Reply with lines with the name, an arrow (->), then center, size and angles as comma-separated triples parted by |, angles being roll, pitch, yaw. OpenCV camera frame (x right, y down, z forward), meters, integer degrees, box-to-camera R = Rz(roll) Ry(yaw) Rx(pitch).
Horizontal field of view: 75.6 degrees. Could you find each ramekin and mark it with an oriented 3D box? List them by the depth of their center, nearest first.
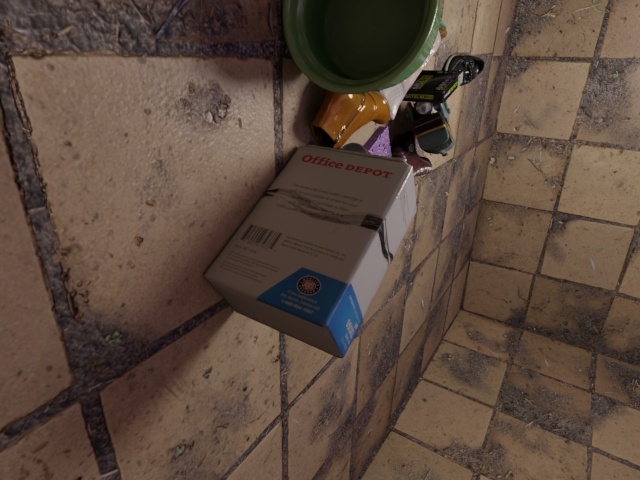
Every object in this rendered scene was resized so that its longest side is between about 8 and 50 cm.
ramekin -> 0.091, -0.445, 0.822 | 0.148, 0.304, 0.303 | -29, 128, -62

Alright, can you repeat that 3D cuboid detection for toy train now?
toy train -> 0.399, -0.398, 1.463 | 0.334, 0.142, 0.190 | -11, 85, -68

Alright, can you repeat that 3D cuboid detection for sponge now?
sponge -> 0.164, -0.257, 1.304 | 0.210, 0.031, 0.117 | -54, 145, -33

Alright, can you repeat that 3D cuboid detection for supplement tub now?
supplement tub -> 0.084, -0.179, 1.068 | 0.198, 0.106, 0.106 | 69, 41, -78

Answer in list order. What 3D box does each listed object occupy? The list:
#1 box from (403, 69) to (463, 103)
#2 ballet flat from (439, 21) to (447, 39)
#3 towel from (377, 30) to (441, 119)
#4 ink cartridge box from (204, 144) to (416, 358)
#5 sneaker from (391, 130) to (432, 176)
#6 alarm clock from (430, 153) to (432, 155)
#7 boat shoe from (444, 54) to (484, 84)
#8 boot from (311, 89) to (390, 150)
box -> 0.341, -0.501, 1.336 | 0.190, 0.184, 0.045 | -48, 143, -38
ballet flat -> 0.306, -0.672, 1.294 | 0.342, 0.116, 0.124 | -12, 134, -62
towel -> 0.210, -0.536, 1.110 | 0.316, 0.053, 0.332 | -60, 149, -4
ink cartridge box -> 0.000, 0.000, 0.882 | 0.394, 0.286, 0.166 | -58, 149, -26
sneaker -> 0.339, -0.321, 1.507 | 0.281, 0.107, 0.162 | -30, 126, -51
alarm clock -> 0.479, -0.449, 1.733 | 0.129, 0.064, 0.192 | -43, 142, -43
boat shoe -> 0.635, -0.741, 1.800 | 0.340, 0.113, 0.127 | -33, 132, -50
boot -> 0.075, -0.309, 1.076 | 0.211, 0.104, 0.295 | -63, 152, -2
